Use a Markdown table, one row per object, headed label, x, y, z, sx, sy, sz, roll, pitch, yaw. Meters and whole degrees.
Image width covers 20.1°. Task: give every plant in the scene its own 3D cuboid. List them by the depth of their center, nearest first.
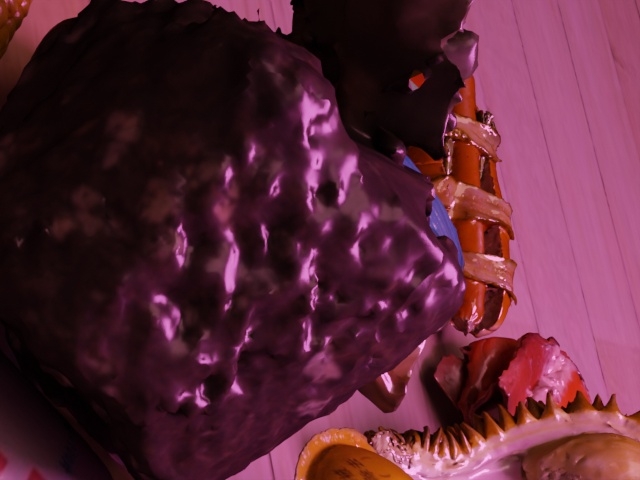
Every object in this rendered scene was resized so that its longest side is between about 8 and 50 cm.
| label | x | y | z | sx | sy | sz | roll | pitch | yaw |
| --- | --- | --- | --- | --- | --- | --- | --- | --- | --- |
| plant | -0.031 | -0.039 | 0.893 | 0.312 | 0.215 | 0.213 | -43 | 121 | -17 |

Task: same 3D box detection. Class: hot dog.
| label | x | y | z | sx | sy | sz | roll | pitch | yaw |
| --- | --- | --- | --- | --- | --- | --- | --- | --- | --- |
| hot dog | 0.110 | -0.037 | 1.494 | 0.109 | 0.072 | 0.269 | 24 | 51 | -34 |

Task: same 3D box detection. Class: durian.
| label | x | y | z | sx | sy | sz | roll | pitch | yaw |
| --- | --- | --- | --- | --- | --- | --- | --- | --- | --- |
| durian | 0.163 | 0.203 | 1.302 | 0.306 | 0.172 | 0.166 | 26 | 40 | -4 |

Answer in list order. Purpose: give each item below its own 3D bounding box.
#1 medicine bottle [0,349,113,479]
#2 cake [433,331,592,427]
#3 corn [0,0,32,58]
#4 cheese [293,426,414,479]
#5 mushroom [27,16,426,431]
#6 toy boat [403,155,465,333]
| label | x | y | z | sx | sy | sz | roll | pitch | yaw |
| --- | --- | --- | --- | --- | --- | --- | --- | --- | --- |
| medicine bottle | -0.185 | 0.129 | 0.870 | 0.254 | 0.152 | 0.152 | 52 | 35 | -26 |
| cake | 0.200 | 0.200 | 1.460 | 0.287 | 0.098 | 0.135 | 63 | 31 | -5 |
| corn | -0.210 | -0.227 | 1.089 | 0.120 | 0.120 | 0.363 | 43 | 40 | -34 |
| cheese | 0.048 | 0.196 | 1.080 | 0.270 | 0.069 | 0.177 | 11 | 60 | -61 |
| mushroom | -0.097 | 0.010 | 1.120 | 0.292 | 0.217 | 0.212 | 29 | 92 | -29 |
| toy boat | 0.044 | -0.015 | 1.365 | 0.185 | 0.075 | 0.077 | 52 | 51 | -5 |
